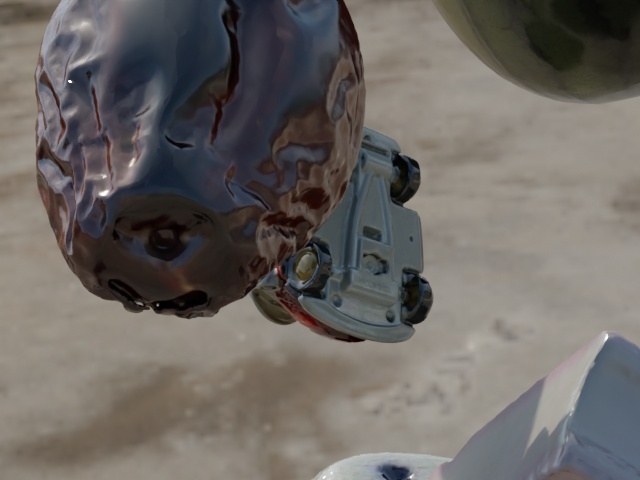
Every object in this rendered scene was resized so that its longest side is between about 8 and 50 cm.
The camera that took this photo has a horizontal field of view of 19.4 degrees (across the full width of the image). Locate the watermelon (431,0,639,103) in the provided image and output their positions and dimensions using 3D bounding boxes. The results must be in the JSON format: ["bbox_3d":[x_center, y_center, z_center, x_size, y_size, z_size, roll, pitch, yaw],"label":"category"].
[{"bbox_3d":[0.184,-0.271,1.353,0.279,0.359,0.279,-18,37,14],"label":"watermelon"}]

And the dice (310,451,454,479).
[{"bbox_3d":[0.074,0.290,1.474,0.194,0.192,0.193,6,22,-9],"label":"dice"}]

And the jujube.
[{"bbox_3d":[-0.060,-0.056,0.909,0.168,0.168,0.236,-3,35,7],"label":"jujube"}]

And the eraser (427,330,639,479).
[{"bbox_3d":[0.256,0.234,1.207,0.359,0.272,0.122,30,55,-5],"label":"eraser"}]

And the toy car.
[{"bbox_3d":[0.000,0.000,1.193,0.112,0.139,0.112,19,-22,-41],"label":"toy car"}]
